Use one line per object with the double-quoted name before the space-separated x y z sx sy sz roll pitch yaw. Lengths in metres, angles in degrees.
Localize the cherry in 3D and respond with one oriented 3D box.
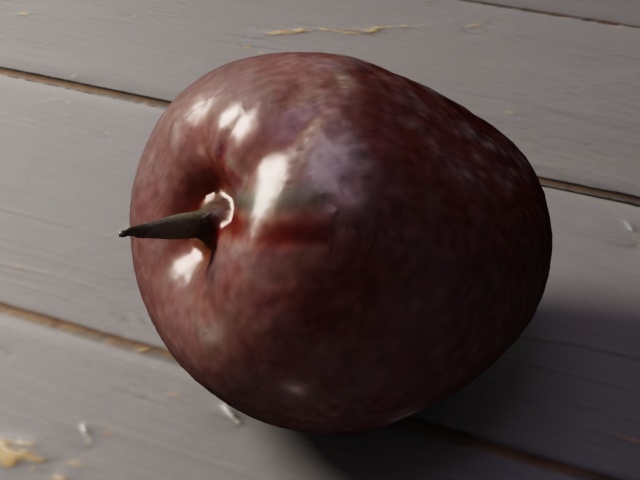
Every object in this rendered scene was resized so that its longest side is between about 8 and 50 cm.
"cherry" 0.000 0.000 0.801 0.285 0.213 0.236 -3 54 -40
